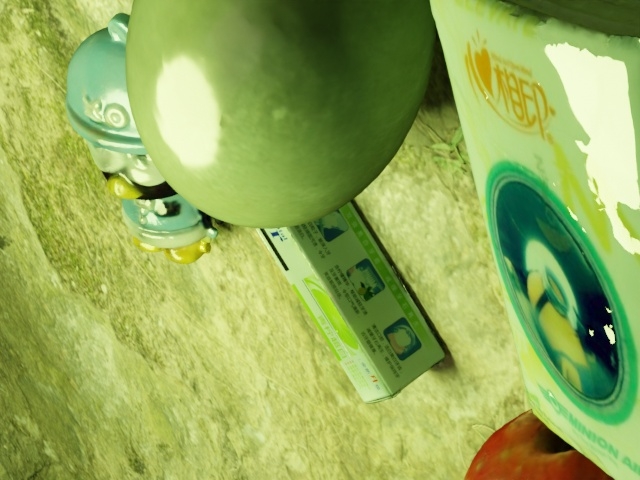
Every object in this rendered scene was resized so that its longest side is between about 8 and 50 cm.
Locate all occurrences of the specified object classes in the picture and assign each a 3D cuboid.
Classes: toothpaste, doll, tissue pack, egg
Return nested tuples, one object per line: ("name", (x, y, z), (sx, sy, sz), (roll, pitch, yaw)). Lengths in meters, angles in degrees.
("toothpaste", (0.000, 0.000, 1.539), (0.336, 0.081, 0.067), (58, 151, -2))
("doll", (-0.182, -0.110, 1.629), (0.177, 0.141, 0.314), (18, 138, 27))
("tissue pack", (0.227, -0.008, 1.034), (0.287, 0.162, 0.388), (38, 148, 60))
("egg", (-0.034, -0.159, 1.284), (0.258, 0.258, 0.352), (40, 140, 24))

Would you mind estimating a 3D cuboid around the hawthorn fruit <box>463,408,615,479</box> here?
("hawthorn fruit", (0.249, 0.259, 1.266), (0.284, 0.284, 0.284), (33, 141, 32))
